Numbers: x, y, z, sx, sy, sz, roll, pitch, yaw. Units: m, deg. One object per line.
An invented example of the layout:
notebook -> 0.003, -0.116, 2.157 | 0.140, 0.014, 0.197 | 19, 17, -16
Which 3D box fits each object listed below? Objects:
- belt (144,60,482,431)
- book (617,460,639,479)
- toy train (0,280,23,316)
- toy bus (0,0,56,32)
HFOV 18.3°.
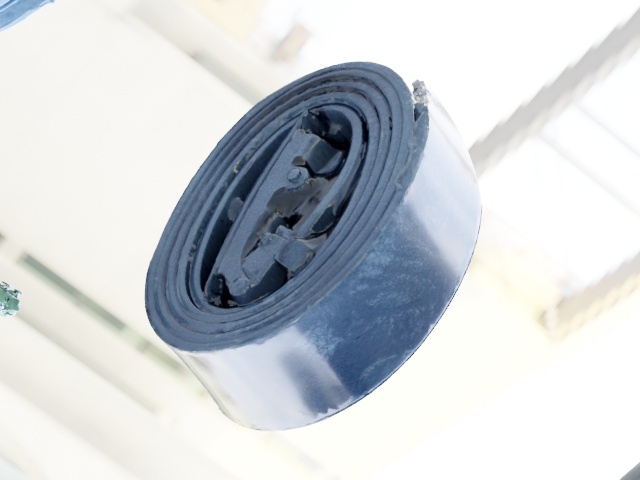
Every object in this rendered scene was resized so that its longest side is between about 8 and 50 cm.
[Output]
belt -> 0.000, 0.000, 0.973 | 0.141, 0.082, 0.190 | 2, -129, 38
book -> 0.166, 0.129, 0.816 | 0.264, 0.027, 0.202 | -44, -165, 13
toy train -> -0.323, 0.048, 1.882 | 0.045, 0.092, 0.029 | -7, -120, 32
toy bus -> -0.256, -0.241, 1.295 | 0.116, 0.234, 0.133 | -28, -147, 11
